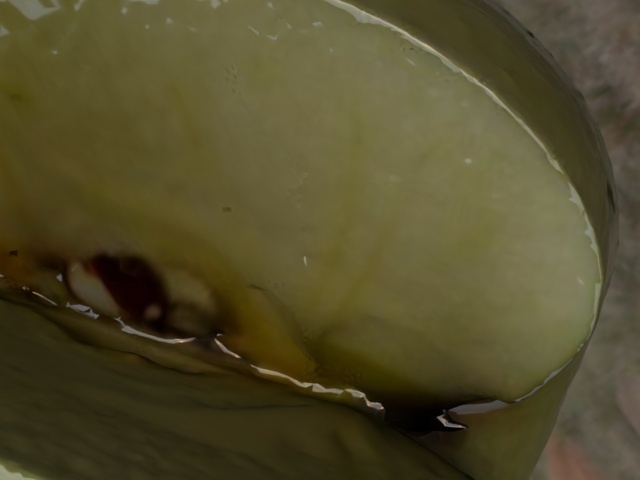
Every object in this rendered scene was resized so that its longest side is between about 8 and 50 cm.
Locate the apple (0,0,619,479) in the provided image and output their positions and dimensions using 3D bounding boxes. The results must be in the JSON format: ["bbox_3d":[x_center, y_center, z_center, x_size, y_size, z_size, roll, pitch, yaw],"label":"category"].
[{"bbox_3d":[-0.041,0.035,0.512,0.254,0.292,0.292,17,166,12],"label":"apple"}]
